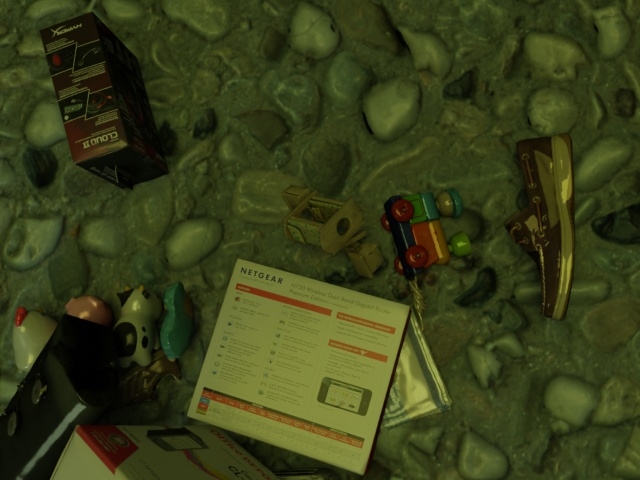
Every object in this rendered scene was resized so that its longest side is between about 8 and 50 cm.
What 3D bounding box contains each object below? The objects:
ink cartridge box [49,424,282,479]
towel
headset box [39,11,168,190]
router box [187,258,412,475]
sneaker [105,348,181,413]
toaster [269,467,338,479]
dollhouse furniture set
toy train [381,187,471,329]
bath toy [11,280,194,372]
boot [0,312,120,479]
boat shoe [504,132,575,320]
[{"bbox_3d":[-0.226,0.396,1.097,0.226,0.306,0.131,28,96,37],"label":"ink cartridge box"},{"bbox_3d":[0.078,0.260,1.307,0.285,0.034,0.209,-21,80,3],"label":"towel"},{"bbox_3d":[-0.398,-0.240,1.326,0.110,0.218,0.293,-18,81,4],"label":"headset box"},{"bbox_3d":[-0.033,0.222,1.271,0.335,0.082,0.301,15,80,13],"label":"router box"},{"bbox_3d":[-0.350,0.284,1.327,0.188,0.066,0.071,-38,81,0],"label":"sneaker"},{"bbox_3d":[-0.059,0.486,1.243,0.227,0.129,0.146,-6,78,11],"label":"toaster"},{"bbox_3d":[0.000,0.000,1.315,0.101,0.161,0.182,-45,36,-23],"label":"dollhouse furniture set"},{"bbox_3d":[0.215,0.028,1.298,0.143,0.105,0.248,-15,81,-10],"label":"toy train"},{"bbox_3d":[-0.419,0.157,1.319,0.348,0.151,0.129,-8,121,7],"label":"bath toy"},{"bbox_3d":[-0.470,0.396,1.164,0.445,0.146,0.367,-47,50,15],"label":"boot"},{"bbox_3d":[0.398,-0.026,1.280,0.123,0.123,0.342,-1,82,19],"label":"boat shoe"}]
